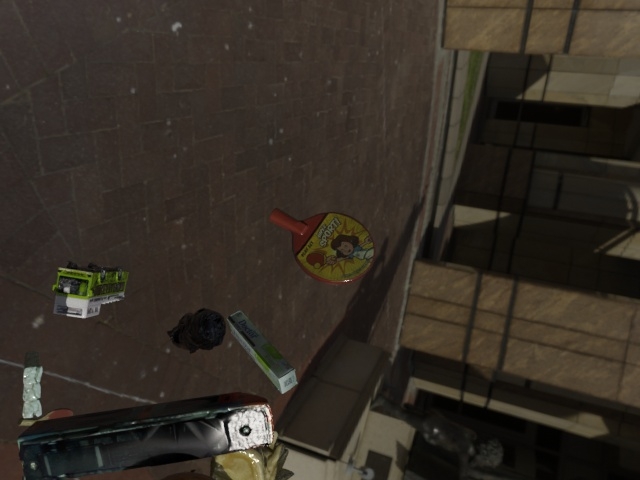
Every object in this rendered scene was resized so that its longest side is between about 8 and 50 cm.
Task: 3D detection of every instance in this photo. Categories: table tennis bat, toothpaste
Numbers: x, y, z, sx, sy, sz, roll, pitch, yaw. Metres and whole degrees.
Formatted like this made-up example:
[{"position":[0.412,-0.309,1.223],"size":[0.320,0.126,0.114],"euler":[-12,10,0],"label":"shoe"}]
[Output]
[{"position":[-1.015,0.672,1.816],"size":[0.131,0.022,0.234],"euler":[-51,155,-6],"label":"table tennis bat"},{"position":[-0.197,0.357,1.616],"size":[0.067,0.336,0.081],"euler":[-28,133,-26],"label":"toothpaste"},{"position":[0.000,0.000,1.307],"size":[0.200,0.310,0.038],"euler":[-55,163,-21],"label":"table tennis bat"}]

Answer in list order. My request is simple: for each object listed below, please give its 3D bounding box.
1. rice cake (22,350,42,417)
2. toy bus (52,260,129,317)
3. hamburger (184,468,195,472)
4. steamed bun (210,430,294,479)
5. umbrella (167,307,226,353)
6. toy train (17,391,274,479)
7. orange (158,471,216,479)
[{"position":[-0.679,0.332,1.160],"size":[0.038,0.211,0.124],"euler":[1,84,-30],"label":"rice cake"},{"position":[-0.658,0.136,1.435],"size":[0.301,0.113,0.140],"euler":[142,-42,-87],"label":"toy bus"},{"position":[-0.471,0.913,1.724],"size":[0.191,0.117,0.182],"euler":[83,30,-43],"label":"hamburger"},{"position":[-0.217,0.738,1.538],"size":[0.189,0.247,0.429],"euler":[-61,159,-65],"label":"steamed bun"},{"position":[-0.284,0.208,1.121],"size":[0.094,0.090,0.326],"euler":[-47,-171,-27],"label":"umbrella"},{"position":[-0.283,0.324,0.833],"size":[0.089,0.408,0.086],"euler":[-131,-147,-83],"label":"toy train"},{"position":[-0.248,0.485,0.792],"size":[0.240,0.171,0.240],"euler":[-54,171,-13],"label":"orange"}]
